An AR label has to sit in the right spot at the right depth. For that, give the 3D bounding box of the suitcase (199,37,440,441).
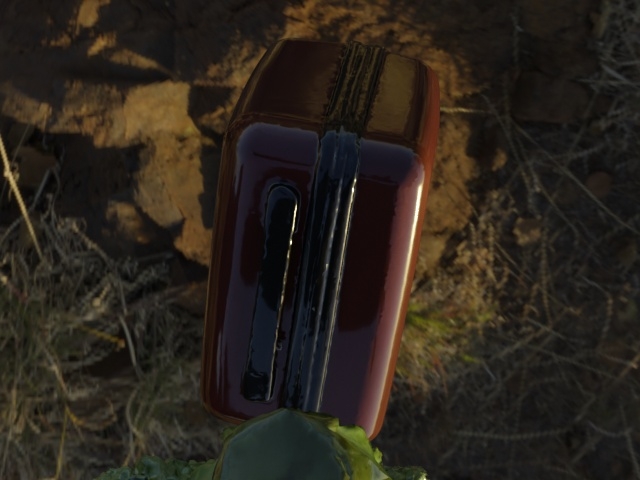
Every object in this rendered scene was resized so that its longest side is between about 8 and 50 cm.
[{"bbox_3d":[0.000,0.000,0.899,0.161,0.236,0.297,11,120,2],"label":"suitcase"}]

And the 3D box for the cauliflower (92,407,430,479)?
[{"bbox_3d":[-0.031,0.200,0.607,0.272,0.275,0.250,17,124,-3],"label":"cauliflower"}]
